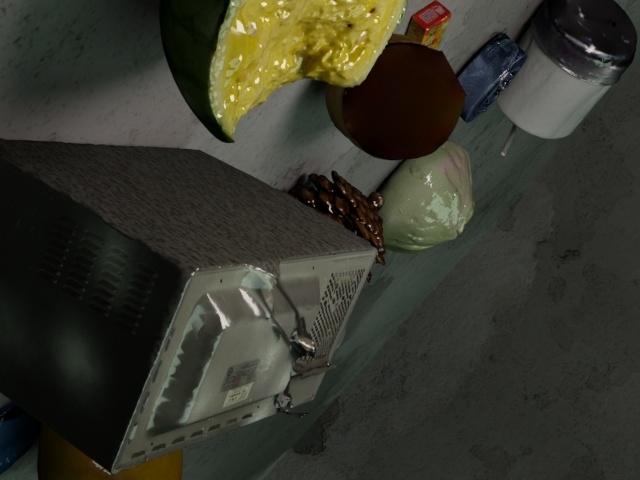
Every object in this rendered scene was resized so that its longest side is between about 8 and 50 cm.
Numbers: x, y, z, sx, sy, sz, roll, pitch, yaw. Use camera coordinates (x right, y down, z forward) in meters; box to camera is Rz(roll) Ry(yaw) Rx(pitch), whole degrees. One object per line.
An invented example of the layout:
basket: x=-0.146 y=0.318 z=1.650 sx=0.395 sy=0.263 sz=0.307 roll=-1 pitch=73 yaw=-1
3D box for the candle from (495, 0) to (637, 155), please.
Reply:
candle: x=0.492 y=-0.349 z=2.300 sx=0.221 sy=0.221 sz=0.342 roll=-30 pitch=163 yaw=-43

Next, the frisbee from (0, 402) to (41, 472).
frisbee: x=-0.535 y=0.351 z=1.816 sx=0.242 sy=0.045 sz=0.242 roll=-42 pitch=166 yaw=-13

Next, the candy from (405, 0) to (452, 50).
candy: x=0.172 y=-0.339 z=1.829 sx=0.062 sy=0.038 sz=0.122 roll=-37 pitch=163 yaw=-25

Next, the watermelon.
watermelon: x=-0.055 y=-0.271 z=1.151 sx=0.331 sy=0.189 sz=0.331 roll=-47 pitch=154 yaw=-31

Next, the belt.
belt: x=0.336 y=-0.325 z=2.203 sx=0.190 sy=0.082 sz=0.141 roll=-50 pitch=169 yaw=25

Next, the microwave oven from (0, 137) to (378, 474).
microwave oven: x=-0.178 y=0.058 z=1.292 sx=0.432 sy=0.374 sz=0.236 roll=-7 pitch=123 yaw=-63

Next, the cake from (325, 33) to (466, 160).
cake: x=0.110 y=-0.230 z=1.706 sx=0.178 sy=0.208 sz=0.185 roll=-101 pitch=-170 yaw=-69

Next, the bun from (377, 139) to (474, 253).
bun: x=0.246 y=-0.075 z=2.436 sx=0.293 sy=0.187 sz=0.293 roll=-41 pitch=167 yaw=-11

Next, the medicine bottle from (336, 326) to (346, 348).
medicine bottle: x=-0.010 y=0.189 z=2.547 sx=0.143 sy=0.143 sz=0.258 roll=-42 pitch=164 yaw=-9

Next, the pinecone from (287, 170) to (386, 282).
pinecone: x=0.000 y=0.000 z=1.951 sx=0.272 sy=0.224 sz=0.224 roll=-32 pitch=164 yaw=-1

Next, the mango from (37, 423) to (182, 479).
mango: x=-0.361 y=0.354 z=1.855 sx=0.445 sy=0.232 sz=0.300 roll=87 pitch=17 yaw=-58
